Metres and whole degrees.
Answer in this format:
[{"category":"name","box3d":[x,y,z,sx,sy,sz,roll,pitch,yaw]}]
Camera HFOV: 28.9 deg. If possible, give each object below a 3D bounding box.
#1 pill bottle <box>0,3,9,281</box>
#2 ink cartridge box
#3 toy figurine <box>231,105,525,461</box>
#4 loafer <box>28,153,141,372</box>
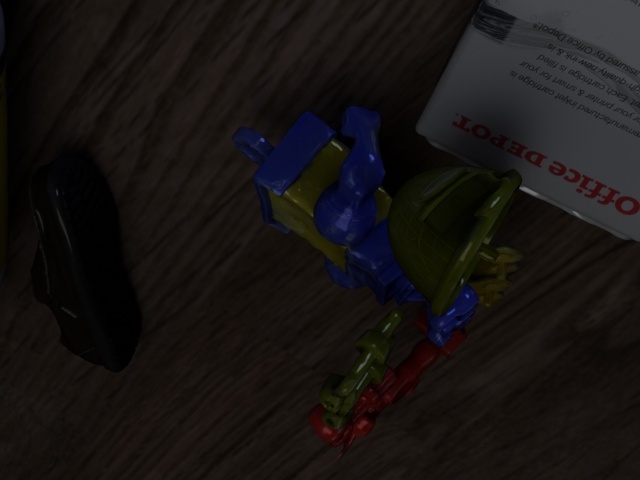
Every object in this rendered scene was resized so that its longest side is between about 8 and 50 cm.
[{"category":"pill bottle","box3d":[-0.339,-0.043,0.968,0.188,0.188,0.334,17,130,5]},{"category":"ink cartridge box","box3d":[0.188,-0.139,0.773,0.172,0.100,0.237,26,130,-1]},{"category":"toy figurine","box3d":[0.000,0.000,0.860,0.217,0.191,0.362,44,172,12]},{"category":"loafer","box3d":[-0.214,0.026,1.050,0.078,0.080,0.220,4,128,15]}]
